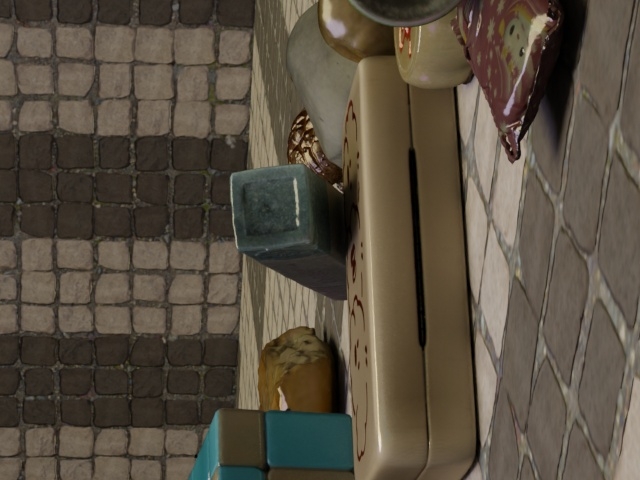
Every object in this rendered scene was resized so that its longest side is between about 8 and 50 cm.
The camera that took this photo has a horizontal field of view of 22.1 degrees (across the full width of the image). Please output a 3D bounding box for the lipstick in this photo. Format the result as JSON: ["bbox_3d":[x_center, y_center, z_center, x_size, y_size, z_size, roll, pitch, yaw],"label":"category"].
[{"bbox_3d":[0.000,0.000,1.437,0.317,0.066,0.068,34,-130,-73],"label":"lipstick"}]

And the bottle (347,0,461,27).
[{"bbox_3d":[0.051,-0.241,1.144,0.330,0.093,0.093,-91,4,-65],"label":"bottle"}]

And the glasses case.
[{"bbox_3d":[0.065,0.028,1.296,0.144,0.076,0.336,107,162,-66],"label":"glasses case"}]

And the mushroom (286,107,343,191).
[{"bbox_3d":[0.006,-0.108,1.784,0.126,0.085,0.109,-125,37,-69],"label":"mushroom"}]

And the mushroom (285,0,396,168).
[{"bbox_3d":[0.042,-0.163,1.464,0.159,0.122,0.328,54,169,4],"label":"mushroom"}]

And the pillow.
[{"bbox_3d":[0.118,-0.138,1.021,0.185,0.043,0.118,-103,21,-52],"label":"pillow"}]

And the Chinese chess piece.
[{"bbox_3d":[0.088,-0.175,1.240,0.122,0.051,0.122,-179,90,-83],"label":"Chinese chess piece"}]

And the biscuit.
[{"bbox_3d":[-0.030,0.220,2.034,0.274,0.091,0.213,-121,35,-75],"label":"biscuit"}]

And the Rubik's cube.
[{"bbox_3d":[-0.035,0.295,1.539,0.265,0.224,0.213,112,158,-57],"label":"Rubik's cube"}]
